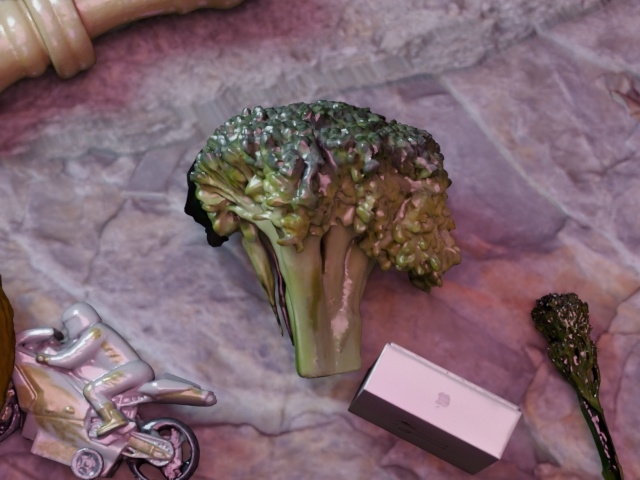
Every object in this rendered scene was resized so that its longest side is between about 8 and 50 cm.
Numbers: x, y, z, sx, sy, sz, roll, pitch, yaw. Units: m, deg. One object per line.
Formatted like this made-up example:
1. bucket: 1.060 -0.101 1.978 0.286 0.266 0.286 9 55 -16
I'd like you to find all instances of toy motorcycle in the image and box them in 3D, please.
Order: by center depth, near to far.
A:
1. toy motorcycle: -0.205 0.132 1.615 0.228 0.074 0.151 12 82 7

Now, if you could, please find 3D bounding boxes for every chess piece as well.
1. chess piece: -0.244 -0.198 1.669 0.397 0.117 0.117 -26 81 -9

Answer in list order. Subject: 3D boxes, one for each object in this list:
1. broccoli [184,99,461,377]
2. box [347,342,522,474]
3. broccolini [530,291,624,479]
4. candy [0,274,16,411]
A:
1. broccoli: 0.000 0.000 1.614 0.247 0.263 0.243 -1 89 27
2. box: 0.098 0.148 1.608 0.129 0.130 0.051 27 75 1
3. broccolini: 0.251 0.158 1.667 0.054 0.051 0.239 -7 75 -52
4. candy: -0.387 0.092 1.573 0.260 0.118 0.260 -2 75 6
